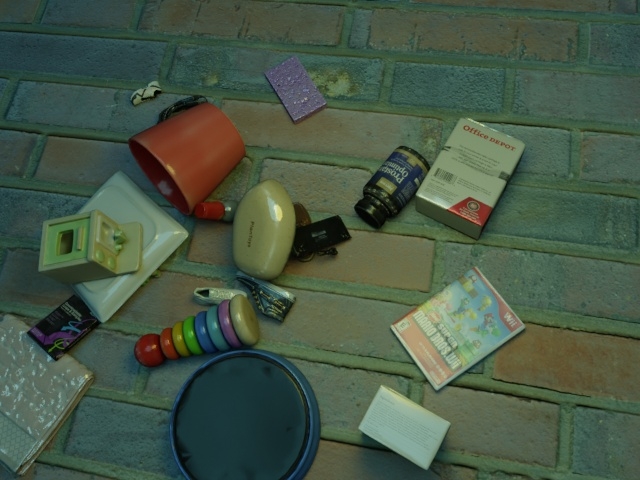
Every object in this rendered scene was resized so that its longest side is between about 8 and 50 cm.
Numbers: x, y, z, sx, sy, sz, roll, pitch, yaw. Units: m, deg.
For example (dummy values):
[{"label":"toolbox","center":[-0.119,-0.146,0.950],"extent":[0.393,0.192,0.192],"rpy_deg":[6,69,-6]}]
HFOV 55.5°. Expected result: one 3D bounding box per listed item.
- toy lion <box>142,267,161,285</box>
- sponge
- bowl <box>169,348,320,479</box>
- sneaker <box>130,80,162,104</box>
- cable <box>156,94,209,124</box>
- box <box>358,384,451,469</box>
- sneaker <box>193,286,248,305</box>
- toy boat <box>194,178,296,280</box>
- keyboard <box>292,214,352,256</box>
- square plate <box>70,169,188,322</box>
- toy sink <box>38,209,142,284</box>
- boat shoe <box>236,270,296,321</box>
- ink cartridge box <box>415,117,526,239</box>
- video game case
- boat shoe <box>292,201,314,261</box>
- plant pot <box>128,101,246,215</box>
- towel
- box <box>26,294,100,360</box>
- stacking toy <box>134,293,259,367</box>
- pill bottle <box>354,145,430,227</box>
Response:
[{"label":"toy lion","center":[-0.510,0.080,1.744],"extent":[0.096,0.034,0.100],"rpy_deg":[-16,69,9]},{"label":"sponge","center":[-0.078,-0.468,1.884],"extent":[0.117,0.031,0.210],"rpy_deg":[-29,70,-4]},{"label":"bowl","center":[-0.196,0.464,1.538],"extent":[0.391,0.077,0.391],"rpy_deg":[-2,70,7]},{"label":"sneaker","center":[-0.555,-0.464,1.940],"extent":[0.109,0.040,0.044],"rpy_deg":[-37,72,-6]},{"label":"cable","center":[-0.421,-0.367,1.890],"extent":[0.184,0.047,0.151],"rpy_deg":[-18,74,-2]},{"label":"box","center":[0.197,0.443,1.439],"extent":[0.181,0.181,0.119],"rpy_deg":[27,76,16]},{"label":"sneaker","center":[-0.276,0.155,1.669],"extent":[0.152,0.061,0.054],"rpy_deg":[0,68,6]},{"label":"toy boat","center":[-0.188,-0.049,1.647],"extent":[0.318,0.148,0.268],"rpy_deg":[21,103,33]},{"label":"keyboard","center":[0.000,0.000,1.671],"extent":[0.180,0.023,0.108],"rpy_deg":[-19,70,-27]},{"label":"square plate","center":[-0.607,0.001,1.751],"extent":[0.347,0.049,0.344],"rpy_deg":[39,81,25]},{"label":"toy sink","center":[-0.622,0.014,1.649],"extent":[0.234,0.131,0.153],"rpy_deg":[-9,67,11]},{"label":"boat shoe","center":[-0.163,0.151,1.653],"extent":[0.183,0.065,0.083],"rpy_deg":[24,76,15]},{"label":"ink cartridge box","center":[0.409,-0.172,1.671],"extent":[0.197,0.114,0.273],"rpy_deg":[28,76,17]},{"label":"video game case","center":[0.353,0.226,1.582],"extent":[0.285,0.025,0.204],"rpy_deg":[-34,69,-6]},{"label":"boat shoe","center":[-0.054,-0.031,1.707],"extent":[0.064,0.060,0.178],"rpy_deg":[-12,69,3]},{"label":"plant pot","center":[-0.363,-0.246,1.731],"extent":[0.243,0.275,0.275],"rpy_deg":[-41,70,-19]},{"label":"towel","center":[-0.830,0.409,1.652],"extent":[0.331,0.053,0.317],"rpy_deg":[30,76,15]},{"label":"box","center":[-0.706,0.238,1.684],"extent":[0.116,0.029,0.162],"rpy_deg":[34,57,17]},{"label":"stacking toy","center":[-0.336,0.257,1.615],"extent":[0.330,0.141,0.141],"rpy_deg":[-20,69,8]},{"label":"pill bottle","center":[0.196,-0.145,1.684],"extent":[0.122,0.123,0.219],"rpy_deg":[36,78,18]}]
